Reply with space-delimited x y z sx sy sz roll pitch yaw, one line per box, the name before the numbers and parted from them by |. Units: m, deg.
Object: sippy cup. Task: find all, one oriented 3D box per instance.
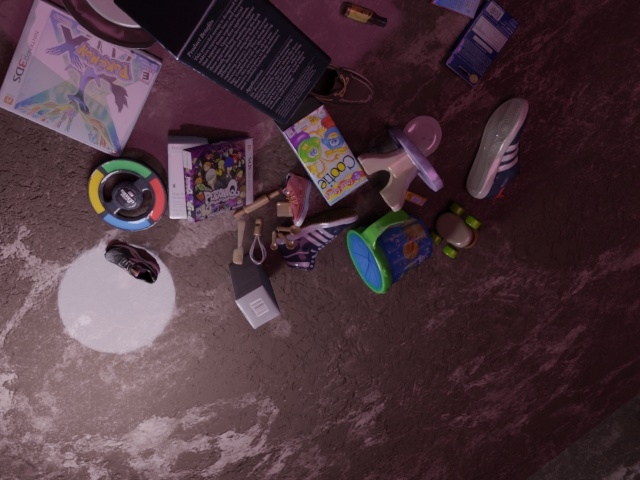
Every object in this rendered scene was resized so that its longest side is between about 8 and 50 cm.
sippy cup | 0.239 0.025 1.809 0.224 0.305 0.240 -26 92 -15

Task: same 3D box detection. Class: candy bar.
candy bar | 0.292 -0.154 1.842 0.162 0.018 0.040 20 112 -24

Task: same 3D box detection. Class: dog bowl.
dog bowl | -0.465 -0.657 1.339 0.349 0.102 0.348 -7 117 -13

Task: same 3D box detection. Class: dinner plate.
dinner plate | 0.329 -0.333 1.768 0.141 0.017 0.141 -7 118 -14

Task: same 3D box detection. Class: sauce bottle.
sauce bottle | 0.128 -0.638 1.549 0.128 0.042 0.042 9 112 -21

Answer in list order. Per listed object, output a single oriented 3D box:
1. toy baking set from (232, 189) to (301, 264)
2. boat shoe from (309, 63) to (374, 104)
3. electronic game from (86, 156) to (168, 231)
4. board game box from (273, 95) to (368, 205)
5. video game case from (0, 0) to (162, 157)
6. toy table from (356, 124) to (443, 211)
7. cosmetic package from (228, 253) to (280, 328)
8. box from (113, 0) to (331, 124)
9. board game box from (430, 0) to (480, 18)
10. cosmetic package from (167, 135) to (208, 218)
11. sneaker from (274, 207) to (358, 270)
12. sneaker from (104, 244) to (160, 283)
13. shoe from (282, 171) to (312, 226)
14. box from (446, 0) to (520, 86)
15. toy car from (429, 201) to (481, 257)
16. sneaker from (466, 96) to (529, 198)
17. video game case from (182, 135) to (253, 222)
toy baking set | -0.180 -0.037 1.708 0.256 0.030 0.196 -24 85 0
boat shoe | 0.025 -0.454 1.579 0.305 0.091 0.109 12 111 -20
electronic game | -0.556 -0.131 1.576 0.230 0.048 0.229 0 116 0
board game box | 0.003 -0.269 1.634 0.142 0.144 0.275 -34 120 1
video game case | -0.634 -0.418 1.445 0.329 0.036 0.299 24 107 -24
toy table | 0.229 -0.215 1.655 0.161 0.274 0.252 -35 129 6
cosmetic package | -0.212 0.152 1.727 0.107 0.238 0.127 -31 116 -3
box | -0.216 -0.491 1.287 0.212 0.293 0.395 -52 150 11
board game box | 0.429 -0.800 1.561 0.145 0.027 0.281 11 112 -22
cosmetic package | -0.387 -0.185 1.600 0.118 0.085 0.230 -3 117 -15
sneaker | 0.000 0.000 1.787 0.283 0.099 0.153 -18 114 1
sneaker | -0.574 0.076 1.678 0.178 0.077 0.072 28 104 -25
shoe | -0.081 -0.128 1.677 0.081 0.177 0.063 22 145 -19
box | 0.489 -0.602 1.668 0.137 0.036 0.225 29 103 -25
toy car | 0.500 -0.027 1.924 0.188 0.149 0.155 12 119 -51
sneaker | 0.616 -0.298 1.811 0.148 0.131 0.349 7 119 -26
video game case | -0.290 -0.181 1.583 0.232 0.042 0.210 -24 126 -45
